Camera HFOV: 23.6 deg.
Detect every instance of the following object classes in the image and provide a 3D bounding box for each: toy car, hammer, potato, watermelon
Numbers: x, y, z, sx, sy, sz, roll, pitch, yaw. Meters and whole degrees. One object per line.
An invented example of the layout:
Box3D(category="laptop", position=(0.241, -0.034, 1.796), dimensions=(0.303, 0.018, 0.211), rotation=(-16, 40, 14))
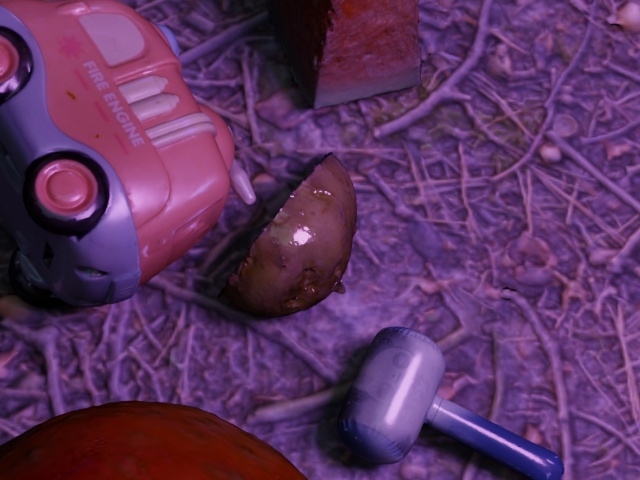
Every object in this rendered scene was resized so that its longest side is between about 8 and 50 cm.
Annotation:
Box3D(category="toy car", position=(-0.190, -0.088, 1.287), dimensions=(0.212, 0.180, 0.270), rotation=(-27, 76, -25))
Box3D(category="hammer", position=(0.116, 0.158, 1.284), dimensions=(0.194, 0.069, 0.116), rotation=(27, 69, -1))
Box3D(category="potato", position=(0.000, 0.000, 1.312), dimensions=(0.089, 0.100, 0.172), rotation=(38, 69, 3))
Box3D(category="watermelon", position=(0.030, -0.265, 1.322), dimensions=(0.140, 0.256, 0.193), rotation=(-12, 65, -10))

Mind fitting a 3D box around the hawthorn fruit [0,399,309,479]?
Box3D(category="hawthorn fruit", position=(-0.138, 0.291, 1.044), dimensions=(0.403, 0.403, 0.403), rotation=(2, 71, -5))
